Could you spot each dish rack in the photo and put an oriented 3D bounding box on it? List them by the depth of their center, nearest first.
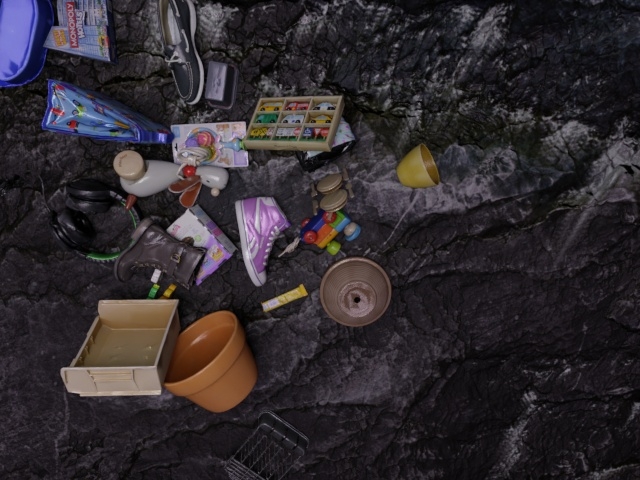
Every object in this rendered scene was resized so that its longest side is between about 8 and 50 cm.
[{"bbox_3d":[-0.195,0.755,1.499,0.208,0.074,0.271,38,100,-5],"label":"dish rack"}]

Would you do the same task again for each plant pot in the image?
[{"bbox_3d":[0.288,-0.212,1.294,0.095,0.134,0.134,-21,100,30],"label":"plant pot"},{"bbox_3d":[-0.331,0.395,1.342,0.290,0.291,0.204,-29,114,6],"label":"plant pot"},{"bbox_3d":[0.114,0.175,1.367,0.237,0.110,0.238,0,101,0],"label":"plant pot"}]

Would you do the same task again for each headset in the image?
[{"bbox_3d":[-0.742,-0.079,1.294,0.394,0.185,0.243,33,99,-16],"label":"headset"}]

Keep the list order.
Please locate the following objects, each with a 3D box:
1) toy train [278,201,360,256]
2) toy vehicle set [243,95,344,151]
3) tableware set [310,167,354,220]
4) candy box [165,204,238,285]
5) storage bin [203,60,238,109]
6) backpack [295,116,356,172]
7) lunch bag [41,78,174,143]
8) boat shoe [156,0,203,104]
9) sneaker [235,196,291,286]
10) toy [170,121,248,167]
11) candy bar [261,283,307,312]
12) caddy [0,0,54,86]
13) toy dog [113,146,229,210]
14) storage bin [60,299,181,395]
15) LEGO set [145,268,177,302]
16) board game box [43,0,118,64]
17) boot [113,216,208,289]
[{"bbox_3d":[0.000,0.000,1.352,0.143,0.105,0.248,36,108,-23],"label":"toy train"},{"bbox_3d":[-0.077,-0.336,1.225,0.266,0.035,0.166,6,67,22],"label":"toy vehicle set"},{"bbox_3d":[0.039,-0.139,1.279,0.128,0.194,0.039,-25,123,12],"label":"tableware set"},{"bbox_3d":[-0.389,0.013,1.351,0.165,0.070,0.196,-38,98,18],"label":"candy box"},{"bbox_3d":[-0.305,-0.466,1.265,0.098,0.091,0.135,10,100,-1],"label":"storage bin"},{"bbox_3d":[0.013,-0.287,1.271,0.182,0.152,0.115,-27,95,0],"label":"backpack"},{"bbox_3d":[-0.574,-0.336,1.219,0.293,0.221,0.138,16,101,1],"label":"lunch bag"},{"bbox_3d":[-0.413,-0.552,1.234,0.114,0.091,0.303,-6,96,32],"label":"boat shoe"},{"bbox_3d":[-0.166,0.001,1.345,0.161,0.102,0.282,-8,100,-1],"label":"sneaker"},{"bbox_3d":[-0.346,-0.293,1.315,0.237,0.056,0.137,-2,99,1],"label":"toy"},{"bbox_3d":[-0.123,0.194,1.419,0.161,0.018,0.040,-24,96,5],"label":"candy bar"},{"bbox_3d":[-0.912,-0.609,1.208,0.241,0.179,0.341,17,103,-26],"label":"caddy"},{"bbox_3d":[-0.458,-0.161,1.280,0.333,0.220,0.161,-1,78,10],"label":"toy dog"},{"bbox_3d":[-0.566,0.304,1.244,0.260,0.262,0.123,1,124,-4],"label":"storage bin"},{"bbox_3d":[-0.536,0.200,1.388,0.087,0.093,0.227,25,100,-4],"label":"LEGO set"},{"bbox_3d":[-0.713,-0.620,1.258,0.194,0.060,0.194,-2,100,0],"label":"board game box"},{"bbox_3d":[-0.487,0.078,1.304,0.229,0.091,0.263,35,111,-1],"label":"boot"}]
